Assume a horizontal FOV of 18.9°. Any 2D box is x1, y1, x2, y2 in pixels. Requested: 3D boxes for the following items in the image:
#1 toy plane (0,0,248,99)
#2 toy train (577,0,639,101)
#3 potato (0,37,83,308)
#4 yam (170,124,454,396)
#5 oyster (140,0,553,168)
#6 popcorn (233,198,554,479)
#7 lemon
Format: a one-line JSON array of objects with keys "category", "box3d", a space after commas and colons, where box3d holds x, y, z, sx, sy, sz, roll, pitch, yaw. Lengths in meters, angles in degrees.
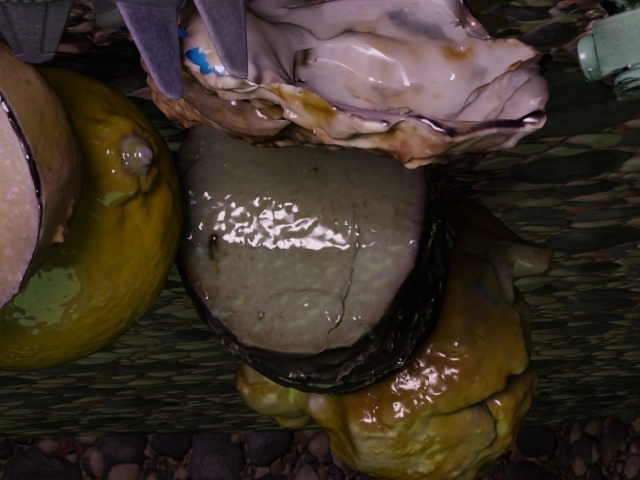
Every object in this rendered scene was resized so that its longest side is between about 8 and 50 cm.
[{"category": "toy plane", "box3d": [-0.131, -0.143, 0.831, 0.212, 0.088, 0.267, -15, 157, 36]}, {"category": "toy train", "box3d": [0.240, -0.122, 1.099, 0.176, 0.074, 0.118, -15, 168, 34]}, {"category": "potato", "box3d": [-0.203, -0.059, 1.022, 0.182, 0.202, 0.117, -50, 173, 35]}, {"category": "yam", "box3d": [-0.002, 0.005, 1.349, 0.202, 0.201, 0.271, -6, 162, 2]}, {"category": "oyster", "box3d": [0.014, -0.080, 0.988, 0.214, 0.083, 0.223, -2, -159, -2]}, {"category": "popcorn", "box3d": [0.055, 0.079, 1.572, 0.276, 0.226, 0.276, 13, -161, -5]}, {"category": "lemon", "box3d": [-0.175, -0.015, 1.170, 0.184, 0.184, 0.248, 2, 161, -28]}]
